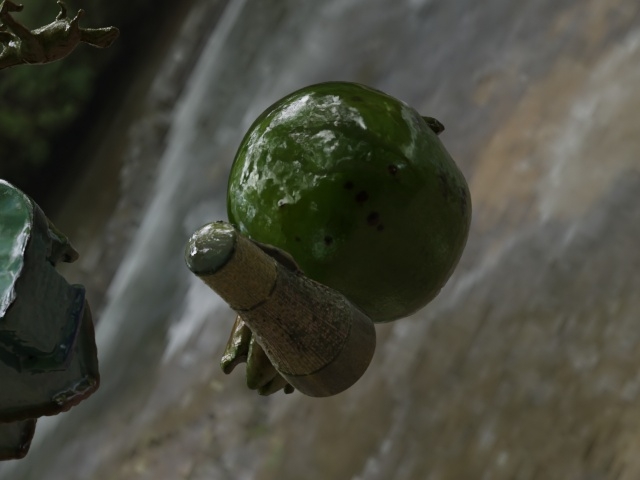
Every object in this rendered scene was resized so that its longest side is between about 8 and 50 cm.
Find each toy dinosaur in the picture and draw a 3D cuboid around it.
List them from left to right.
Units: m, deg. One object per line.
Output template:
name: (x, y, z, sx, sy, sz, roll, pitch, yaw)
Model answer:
toy dinosaur: (-0.297, -0.192, 2.032, 0.162, 0.126, 0.039, -51, 26, 36)

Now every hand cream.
hand cream: (-0.038, 0.046, 1.495, 0.084, 0.203, 0.084, -17, 55, 25)

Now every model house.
model house: (-0.383, 0.114, 2.325, 0.295, 0.329, 0.251, -9, 49, 24)

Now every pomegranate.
pomegranate: (0.000, 0.000, 1.790, 0.302, 0.236, 0.236, -53, 12, 9)
